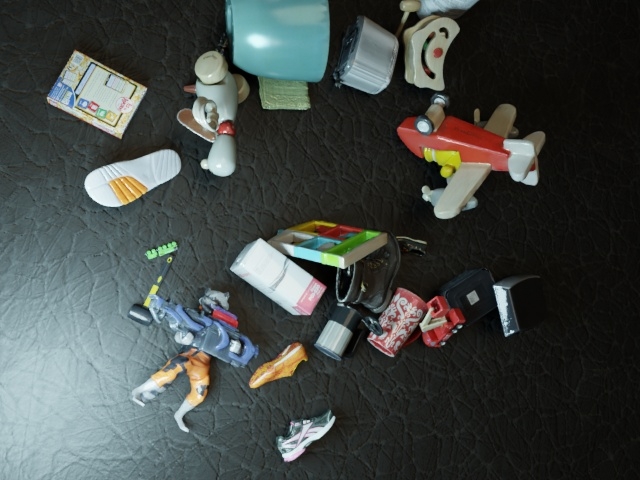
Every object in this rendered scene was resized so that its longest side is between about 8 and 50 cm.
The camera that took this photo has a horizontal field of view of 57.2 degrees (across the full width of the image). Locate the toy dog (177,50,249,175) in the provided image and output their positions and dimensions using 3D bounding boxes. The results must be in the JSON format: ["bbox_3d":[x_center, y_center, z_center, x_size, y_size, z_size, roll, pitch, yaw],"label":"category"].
[{"bbox_3d":[-0.292,-0.325,1.514,0.220,0.160,0.334,60,28,-43],"label":"toy dog"}]

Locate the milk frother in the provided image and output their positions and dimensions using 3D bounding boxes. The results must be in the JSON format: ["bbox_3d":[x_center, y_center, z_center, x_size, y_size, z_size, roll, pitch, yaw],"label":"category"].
[{"bbox_3d":[0.079,0.256,1.580,0.129,0.143,0.135,35,72,-16],"label":"milk frother"}]

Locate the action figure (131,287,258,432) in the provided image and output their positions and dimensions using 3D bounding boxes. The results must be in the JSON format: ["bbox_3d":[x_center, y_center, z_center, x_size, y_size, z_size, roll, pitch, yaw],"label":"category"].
[{"bbox_3d":[-0.335,0.250,1.415,0.341,0.178,0.330,46,63,-35],"label":"action figure"}]

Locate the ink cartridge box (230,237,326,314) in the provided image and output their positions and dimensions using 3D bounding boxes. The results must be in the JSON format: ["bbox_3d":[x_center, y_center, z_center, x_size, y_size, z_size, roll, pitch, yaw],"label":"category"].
[{"bbox_3d":[-0.113,0.097,1.522,0.217,0.158,0.092,35,74,-12],"label":"ink cartridge box"}]

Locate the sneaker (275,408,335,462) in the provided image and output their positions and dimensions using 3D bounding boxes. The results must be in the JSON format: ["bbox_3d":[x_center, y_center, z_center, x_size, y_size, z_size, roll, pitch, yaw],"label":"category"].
[{"bbox_3d":[-0.040,0.496,1.541,0.178,0.072,0.077,-35,84,-27],"label":"sneaker"}]

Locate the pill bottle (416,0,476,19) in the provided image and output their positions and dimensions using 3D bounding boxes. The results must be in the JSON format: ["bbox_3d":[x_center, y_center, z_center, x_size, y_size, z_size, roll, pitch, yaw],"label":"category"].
[{"bbox_3d":[0.411,-0.772,1.776,0.160,0.283,0.161,3,81,-20],"label":"pill bottle"}]

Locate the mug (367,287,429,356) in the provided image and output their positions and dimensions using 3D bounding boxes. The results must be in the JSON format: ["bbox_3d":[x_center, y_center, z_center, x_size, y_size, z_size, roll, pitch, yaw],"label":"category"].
[{"bbox_3d":[0.229,0.244,1.655,0.150,0.113,0.169,39,74,-9],"label":"mug"}]

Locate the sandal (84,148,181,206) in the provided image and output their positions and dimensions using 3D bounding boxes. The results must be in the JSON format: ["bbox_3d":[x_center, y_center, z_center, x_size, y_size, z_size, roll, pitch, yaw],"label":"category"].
[{"bbox_3d":[-0.472,-0.156,1.480,0.265,0.076,0.102,-30,108,-42],"label":"sandal"}]

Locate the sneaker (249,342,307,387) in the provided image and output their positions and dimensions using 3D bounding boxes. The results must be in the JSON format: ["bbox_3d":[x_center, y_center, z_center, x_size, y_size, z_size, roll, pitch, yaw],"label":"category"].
[{"bbox_3d":[-0.107,0.340,1.542,0.175,0.064,0.067,-31,103,-19],"label":"sneaker"}]

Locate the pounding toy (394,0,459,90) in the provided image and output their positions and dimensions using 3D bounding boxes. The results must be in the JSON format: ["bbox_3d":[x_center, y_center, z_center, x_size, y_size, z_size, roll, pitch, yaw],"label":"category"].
[{"bbox_3d":[0.322,-0.604,1.795,0.154,0.155,0.270,-14,118,-11],"label":"pounding toy"}]

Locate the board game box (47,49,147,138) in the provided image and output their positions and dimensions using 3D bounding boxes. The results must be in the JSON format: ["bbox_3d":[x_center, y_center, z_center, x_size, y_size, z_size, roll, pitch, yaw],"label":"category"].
[{"bbox_3d":[-0.561,-0.368,1.486,0.193,0.045,0.147,27,74,-15],"label":"board game box"}]

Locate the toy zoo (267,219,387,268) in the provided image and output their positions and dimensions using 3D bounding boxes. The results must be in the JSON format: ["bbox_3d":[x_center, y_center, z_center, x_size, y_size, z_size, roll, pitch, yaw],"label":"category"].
[{"bbox_3d":[0.000,0.000,1.529,0.192,0.293,0.030,-26,120,-45],"label":"toy zoo"}]

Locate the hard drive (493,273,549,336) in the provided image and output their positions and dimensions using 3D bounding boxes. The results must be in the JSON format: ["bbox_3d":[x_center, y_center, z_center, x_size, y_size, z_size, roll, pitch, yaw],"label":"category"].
[{"bbox_3d":[0.615,0.189,1.780,0.254,0.054,0.172,-8,84,-48],"label":"hard drive"}]

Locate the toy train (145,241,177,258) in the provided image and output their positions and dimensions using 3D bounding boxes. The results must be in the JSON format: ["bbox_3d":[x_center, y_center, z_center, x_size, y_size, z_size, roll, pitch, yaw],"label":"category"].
[{"bbox_3d":[-0.405,0.026,1.502,0.083,0.017,0.024,-21,100,-22],"label":"toy train"}]

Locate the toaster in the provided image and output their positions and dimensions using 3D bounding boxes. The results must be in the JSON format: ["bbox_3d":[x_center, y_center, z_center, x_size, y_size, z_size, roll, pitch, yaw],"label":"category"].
[{"bbox_3d":[0.135,-0.531,1.724,0.146,0.129,0.227,18,75,-19],"label":"toaster"}]

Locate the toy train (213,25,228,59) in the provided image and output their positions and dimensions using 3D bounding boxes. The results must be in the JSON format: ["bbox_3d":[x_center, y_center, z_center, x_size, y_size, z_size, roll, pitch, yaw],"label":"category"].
[{"bbox_3d":[-0.264,-0.551,1.634,0.036,0.027,0.158,29,72,-27],"label":"toy train"}]

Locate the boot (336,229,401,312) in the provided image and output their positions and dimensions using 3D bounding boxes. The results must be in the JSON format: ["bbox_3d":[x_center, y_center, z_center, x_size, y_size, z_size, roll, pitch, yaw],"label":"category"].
[{"bbox_3d":[0.126,0.068,1.583,0.229,0.091,0.263,31,63,-53],"label":"boot"}]

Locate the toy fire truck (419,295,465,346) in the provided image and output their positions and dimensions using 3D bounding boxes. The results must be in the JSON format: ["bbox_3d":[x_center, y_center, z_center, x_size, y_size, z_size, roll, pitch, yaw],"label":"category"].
[{"bbox_3d":[0.327,0.232,1.642,0.135,0.192,0.047,6,46,-29],"label":"toy fire truck"}]

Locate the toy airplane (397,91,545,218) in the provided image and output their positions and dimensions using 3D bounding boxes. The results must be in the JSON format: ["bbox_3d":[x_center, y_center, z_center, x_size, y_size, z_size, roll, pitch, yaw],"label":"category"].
[{"bbox_3d":[0.454,-0.240,1.723,0.385,0.272,0.385,-12,54,-8],"label":"toy airplane"}]

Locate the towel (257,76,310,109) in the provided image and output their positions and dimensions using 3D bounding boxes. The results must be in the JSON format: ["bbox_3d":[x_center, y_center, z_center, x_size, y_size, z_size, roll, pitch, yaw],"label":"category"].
[{"bbox_3d":[-0.103,-0.425,1.674,0.148,0.027,0.110,-4,82,-20],"label":"towel"}]

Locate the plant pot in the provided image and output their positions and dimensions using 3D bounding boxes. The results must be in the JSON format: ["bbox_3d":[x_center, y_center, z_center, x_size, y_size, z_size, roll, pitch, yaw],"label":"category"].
[{"bbox_3d":[-0.126,-0.566,1.556,0.235,0.293,0.293,-6,84,-14],"label":"plant pot"}]

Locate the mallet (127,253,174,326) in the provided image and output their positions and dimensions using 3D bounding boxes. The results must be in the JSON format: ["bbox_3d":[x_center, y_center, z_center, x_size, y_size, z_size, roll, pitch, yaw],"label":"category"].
[{"bbox_3d":[-0.425,0.117,1.474,0.062,0.039,0.190,20,71,-14],"label":"mallet"}]

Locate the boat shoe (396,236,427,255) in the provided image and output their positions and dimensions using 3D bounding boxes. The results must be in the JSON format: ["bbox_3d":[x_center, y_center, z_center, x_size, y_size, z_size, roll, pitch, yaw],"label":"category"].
[{"bbox_3d":[0.255,0.017,1.728,0.133,0.049,0.042,12,70,-23],"label":"boat shoe"}]

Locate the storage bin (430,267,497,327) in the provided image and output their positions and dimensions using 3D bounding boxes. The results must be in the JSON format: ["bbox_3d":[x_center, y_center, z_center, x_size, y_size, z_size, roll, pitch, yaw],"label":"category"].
[{"bbox_3d":[0.437,0.171,1.755,0.180,0.084,0.122,-28,93,-22],"label":"storage bin"}]
